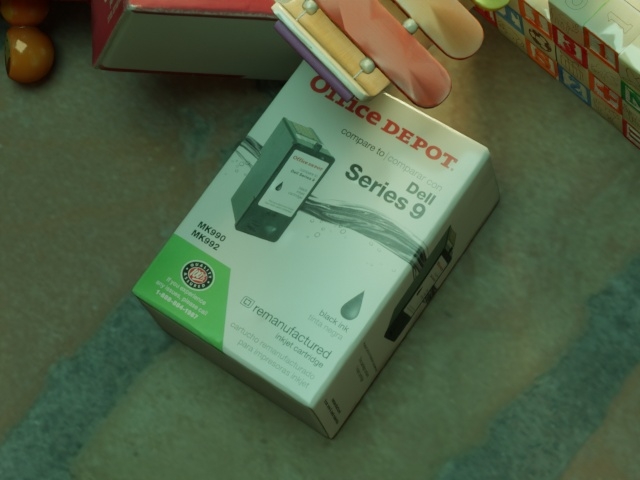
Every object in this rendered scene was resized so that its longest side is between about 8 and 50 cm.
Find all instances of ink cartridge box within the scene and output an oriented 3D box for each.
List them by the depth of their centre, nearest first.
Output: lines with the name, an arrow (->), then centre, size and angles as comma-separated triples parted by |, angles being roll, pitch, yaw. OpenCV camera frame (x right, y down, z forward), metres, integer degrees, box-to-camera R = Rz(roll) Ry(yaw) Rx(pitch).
ink cartridge box -> 0.000, 0.000, 1.669 | 0.211, 0.121, 0.289 | 31, 78, 19
ink cartridge box -> -0.075, -0.360, 1.728 | 0.279, 0.160, 0.384 | 1, 73, -17

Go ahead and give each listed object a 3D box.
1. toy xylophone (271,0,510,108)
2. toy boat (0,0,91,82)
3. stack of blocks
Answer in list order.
toy xylophone -> 0.079, -0.275, 1.587 | 0.236, 0.081, 0.322 | 38, 85, 1
toy boat -> -0.300, -0.234, 1.825 | 0.231, 0.151, 0.151 | 4, 99, 12
stack of blocks -> 0.260, -0.198, 1.669 | 0.087, 0.171, 0.297 | -44, 67, -7
